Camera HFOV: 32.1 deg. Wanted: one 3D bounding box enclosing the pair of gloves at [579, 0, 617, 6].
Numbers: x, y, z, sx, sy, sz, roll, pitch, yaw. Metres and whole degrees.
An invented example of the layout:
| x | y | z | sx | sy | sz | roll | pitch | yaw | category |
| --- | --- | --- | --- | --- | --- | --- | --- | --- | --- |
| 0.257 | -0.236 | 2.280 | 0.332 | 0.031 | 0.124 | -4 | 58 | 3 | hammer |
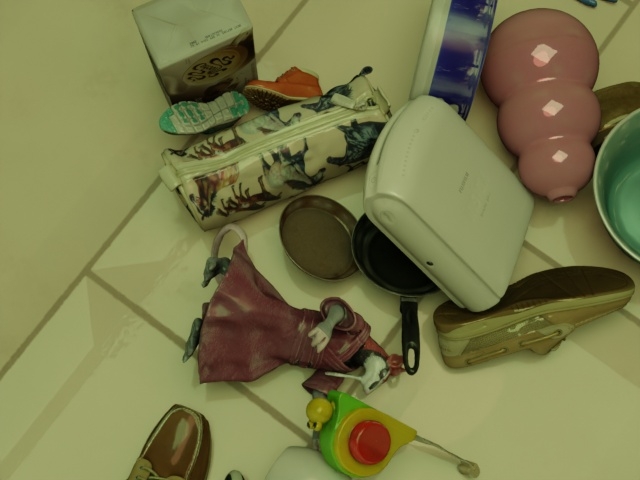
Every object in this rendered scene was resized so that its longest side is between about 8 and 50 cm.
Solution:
| x | y | z | sx | sy | sz | roll | pitch | yaw | category |
| --- | --- | --- | --- | --- | --- | --- | --- | --- | --- |
| 0.509 | -0.537 | 2.087 | 0.159 | 0.023 | 0.198 | 21 | 77 | 6 | pair of gloves |

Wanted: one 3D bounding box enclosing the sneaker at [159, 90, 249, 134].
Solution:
| x | y | z | sx | sy | sz | roll | pitch | yaw | category |
| --- | --- | --- | --- | --- | --- | --- | --- | --- | --- |
| -0.205 | -0.206 | 1.937 | 0.166 | 0.076 | 0.065 | -14 | 71 | -28 | sneaker |

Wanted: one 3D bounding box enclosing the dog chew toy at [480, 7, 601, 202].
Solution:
| x | y | z | sx | sy | sz | roll | pitch | yaw | category |
| --- | --- | --- | --- | --- | --- | --- | --- | --- | --- |
| 0.388 | -0.226 | 1.909 | 0.206 | 0.206 | 0.332 | -6 | 73 | -1 | dog chew toy |

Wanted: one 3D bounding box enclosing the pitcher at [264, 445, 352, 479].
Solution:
| x | y | z | sx | sy | sz | roll | pitch | yaw | category |
| --- | --- | --- | --- | --- | --- | --- | --- | --- | --- |
| 0.000 | 0.445 | 1.795 | 0.207 | 0.125 | 0.178 | 32 | 108 | 11 | pitcher |

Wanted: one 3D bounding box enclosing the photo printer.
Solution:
| x | y | z | sx | sy | sz | roll | pitch | yaw | category |
| --- | --- | --- | --- | --- | --- | --- | --- | --- | --- |
| 0.206 | -0.071 | 1.823 | 0.307 | 0.107 | 0.256 | 44 | 50 | -22 | photo printer |

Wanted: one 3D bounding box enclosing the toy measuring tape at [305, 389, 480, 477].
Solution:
| x | y | z | sx | sy | sz | roll | pitch | yaw | category |
| --- | --- | --- | --- | --- | --- | --- | --- | --- | --- |
| 0.106 | 0.344 | 1.774 | 0.330 | 0.121 | 0.121 | 31 | 76 | -23 | toy measuring tape |

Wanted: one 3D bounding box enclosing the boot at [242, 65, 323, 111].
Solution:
| x | y | z | sx | sy | sz | roll | pitch | yaw | category |
| --- | --- | --- | --- | --- | --- | --- | --- | --- | --- |
| -0.067 | -0.275 | 1.992 | 0.157 | 0.059 | 0.085 | 7 | 69 | -28 | boot |

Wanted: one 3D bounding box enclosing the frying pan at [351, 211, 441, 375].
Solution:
| x | y | z | sx | sy | sz | roll | pitch | yaw | category |
| --- | --- | --- | --- | --- | --- | --- | --- | --- | --- |
| 0.172 | 0.068 | 1.884 | 0.197 | 0.053 | 0.326 | -16 | 62 | -14 | frying pan |

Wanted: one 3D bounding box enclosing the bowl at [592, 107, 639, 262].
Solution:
| x | y | z | sx | sy | sz | roll | pitch | yaw | category |
| --- | --- | --- | --- | --- | --- | --- | --- | --- | --- |
| 0.602 | -0.069 | 1.891 | 0.311 | 0.163 | 0.312 | 0 | 76 | 0 | bowl |

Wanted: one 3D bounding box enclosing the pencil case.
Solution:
| x | y | z | sx | sy | sz | roll | pitch | yaw | category |
| --- | --- | --- | --- | --- | --- | --- | --- | --- | --- |
| -0.069 | -0.153 | 1.912 | 0.410 | 0.183 | 0.160 | -22 | 65 | -4 | pencil case |

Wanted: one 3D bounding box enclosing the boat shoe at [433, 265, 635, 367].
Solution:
| x | y | z | sx | sy | sz | roll | pitch | yaw | category |
| --- | --- | --- | --- | --- | --- | --- | --- | --- | --- |
| 0.363 | 0.130 | 1.879 | 0.341 | 0.122 | 0.110 | -13 | 114 | 2 | boat shoe |

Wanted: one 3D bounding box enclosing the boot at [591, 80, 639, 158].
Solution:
| x | y | z | sx | sy | sz | roll | pitch | yaw | category |
| --- | --- | --- | --- | --- | --- | --- | --- | --- | --- |
| 0.603 | -0.247 | 1.973 | 0.305 | 0.112 | 0.115 | -16 | 65 | -1 | boot |

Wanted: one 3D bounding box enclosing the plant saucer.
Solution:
| x | y | z | sx | sy | sz | roll | pitch | yaw | category |
| --- | --- | --- | --- | --- | --- | --- | --- | --- | --- |
| 0.000 | 0.000 | 1.919 | 0.168 | 0.029 | 0.169 | 14 | 55 | -21 | plant saucer |

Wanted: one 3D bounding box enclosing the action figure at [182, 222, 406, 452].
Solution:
| x | y | z | sx | sy | sz | roll | pitch | yaw | category |
| --- | --- | --- | --- | --- | --- | --- | --- | --- | --- |
| -0.034 | 0.167 | 1.863 | 0.370 | 0.248 | 0.276 | 14 | 33 | -8 | action figure |

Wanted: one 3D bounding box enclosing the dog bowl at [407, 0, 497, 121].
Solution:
| x | y | z | sx | sy | sz | roll | pitch | yaw | category |
| --- | --- | --- | --- | --- | --- | --- | --- | --- | --- |
| 0.227 | -0.337 | 1.914 | 0.104 | 0.265 | 0.265 | 13 | 76 | 3 | dog bowl |

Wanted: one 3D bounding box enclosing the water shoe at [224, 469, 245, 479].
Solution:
| x | y | z | sx | sy | sz | roll | pitch | yaw | category |
| --- | --- | --- | --- | --- | --- | --- | --- | --- | --- |
| -0.105 | 0.473 | 1.819 | 0.080 | 0.073 | 0.203 | -7 | 73 | -29 | water shoe |

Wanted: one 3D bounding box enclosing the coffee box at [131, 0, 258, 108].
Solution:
| x | y | z | sx | sy | sz | roll | pitch | yaw | category |
| --- | --- | --- | --- | --- | --- | --- | --- | --- | --- |
| -0.206 | -0.321 | 1.898 | 0.168 | 0.297 | 0.119 | -25 | 80 | -6 | coffee box |

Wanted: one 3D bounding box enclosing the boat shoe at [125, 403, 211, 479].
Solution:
| x | y | z | sx | sy | sz | roll | pitch | yaw | category |
| --- | --- | --- | --- | --- | --- | --- | --- | --- | --- |
| -0.269 | 0.424 | 1.796 | 0.122 | 0.120 | 0.324 | 19 | 77 | 5 | boat shoe |
